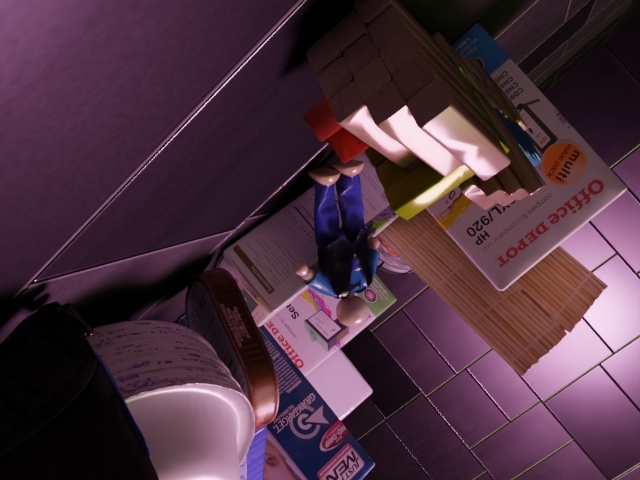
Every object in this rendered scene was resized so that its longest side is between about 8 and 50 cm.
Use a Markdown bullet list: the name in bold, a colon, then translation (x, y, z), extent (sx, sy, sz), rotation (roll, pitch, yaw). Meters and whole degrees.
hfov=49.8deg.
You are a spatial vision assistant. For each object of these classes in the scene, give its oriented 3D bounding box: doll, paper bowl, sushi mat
- **doll**: translation (0.022, 0.010, 0.773), extent (0.129, 0.188, 0.046), rotation (-24, -155, -37)
- **paper bowl**: translation (-0.189, 0.222, 0.632), extent (0.284, 0.148, 0.284), rotation (-25, 141, -23)
- **sushi mat**: translation (0.199, 0.012, 0.897), extent (0.151, 0.316, 0.019), rotation (-47, 156, 7)

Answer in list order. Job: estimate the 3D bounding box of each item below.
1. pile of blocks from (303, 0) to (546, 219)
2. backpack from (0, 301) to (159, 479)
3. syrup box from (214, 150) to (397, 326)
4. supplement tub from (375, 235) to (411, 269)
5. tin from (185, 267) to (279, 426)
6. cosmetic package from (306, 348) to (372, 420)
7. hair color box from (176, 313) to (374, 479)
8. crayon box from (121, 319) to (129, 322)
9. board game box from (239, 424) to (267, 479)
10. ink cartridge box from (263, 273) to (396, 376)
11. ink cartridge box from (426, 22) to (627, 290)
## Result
- **pile of blocks**: translation (0.090, -0.072, 0.542), extent (0.113, 0.148, 0.362), rotation (-35, 170, 23)
- **backpack**: translation (-0.205, 0.185, 0.363), extent (0.213, 0.276, 0.263), rotation (-42, 161, 11)
- **syrup box**: translation (-0.009, -0.004, 0.855), extent (0.237, 0.096, 0.093), rotation (-38, 175, -24)
- **supplement tub**: translation (0.199, -0.021, 1.626), extent (0.194, 0.193, 0.316), rotation (-39, 175, -4)
- **tin**: translation (-0.103, 0.119, 0.766), extent (0.040, 0.189, 0.106), rotation (-13, 149, -29)
- **cosmetic package**: translation (-0.125, 0.341, 1.667), extent (0.327, 0.329, 0.393), rotation (-38, 176, -11)
- **hair color box**: translation (-0.093, 0.255, 1.064), extent (0.105, 0.347, 0.174), rotation (-36, 173, -35)
- **crayon box**: translation (-0.288, 0.247, 0.790), extent (0.323, 0.083, 0.203), rotation (-39, 156, -5)
- **board game box**: translation (-0.219, 0.366, 0.906), extent (0.318, 0.066, 0.318), rotation (-30, 152, -24)
- **ink cartridge box**: translation (-0.016, 0.142, 1.439), extent (0.278, 0.201, 0.117), rotation (-37, 173, -20)
- **ink cartridge box**: translation (0.191, -0.088, 0.787), extent (0.171, 0.232, 0.168), rotation (-41, 175, 11)
